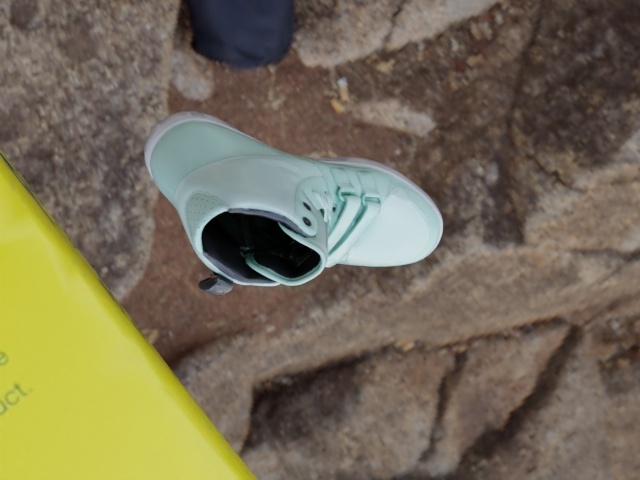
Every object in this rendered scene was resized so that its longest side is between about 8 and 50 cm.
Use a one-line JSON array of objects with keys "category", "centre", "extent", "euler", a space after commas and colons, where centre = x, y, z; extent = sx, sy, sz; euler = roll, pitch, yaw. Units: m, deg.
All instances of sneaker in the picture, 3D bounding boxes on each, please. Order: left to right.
[{"category": "sneaker", "centre": [-0.001, 0.000, 0.889], "extent": [0.255, 0.151, 0.094], "euler": [16, 118, -30]}]

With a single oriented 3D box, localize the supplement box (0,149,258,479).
[{"category": "supplement box", "centre": [-0.186, 0.027, 0.410], "extent": [0.195, 0.194, 0.357], "euler": [-39, 97, -9]}]
